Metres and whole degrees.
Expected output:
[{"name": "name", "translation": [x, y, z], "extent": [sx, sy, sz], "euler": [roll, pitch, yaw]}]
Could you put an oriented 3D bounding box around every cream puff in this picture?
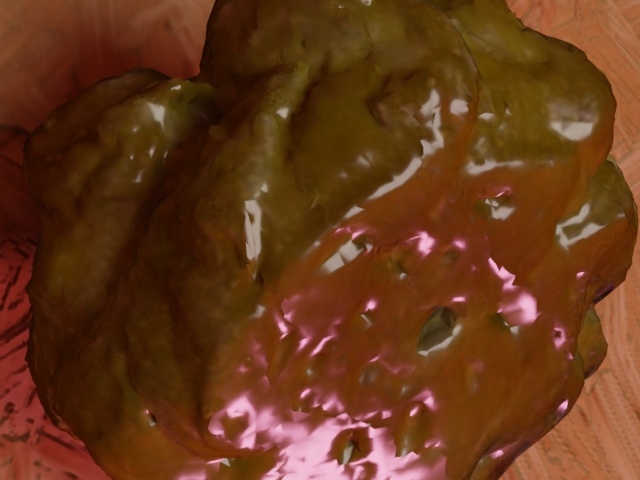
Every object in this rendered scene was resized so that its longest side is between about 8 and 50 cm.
[{"name": "cream puff", "translation": [0.005, 0.007, 0.694], "extent": [0.244, 0.196, 0.244], "euler": [-39, 160, -17]}]
